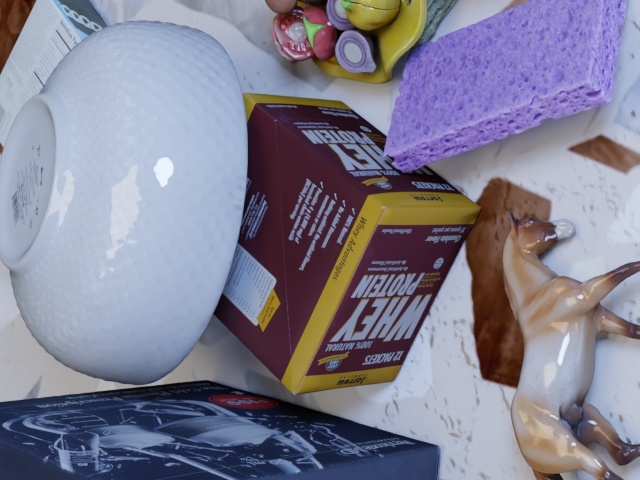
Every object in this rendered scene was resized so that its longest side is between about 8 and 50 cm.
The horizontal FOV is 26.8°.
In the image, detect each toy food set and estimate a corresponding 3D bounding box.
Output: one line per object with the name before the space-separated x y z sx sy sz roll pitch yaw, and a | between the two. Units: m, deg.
toy food set | -0.001 -0.207 1.200 0.218 0.071 0.128 16 109 52

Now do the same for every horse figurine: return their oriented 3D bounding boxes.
horse figurine | 0.208 0.108 1.044 0.174 0.066 0.263 1 89 37

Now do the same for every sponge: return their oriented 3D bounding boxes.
sponge | 0.146 -0.134 1.083 0.210 0.031 0.117 -18 47 43

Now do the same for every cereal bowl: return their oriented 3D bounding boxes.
cereal bowl | -0.205 -0.042 1.231 0.339 0.141 0.339 -22 64 54

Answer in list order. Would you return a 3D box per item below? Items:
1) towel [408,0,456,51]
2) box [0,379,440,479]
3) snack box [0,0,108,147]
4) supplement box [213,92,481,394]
towel | 0.089 -0.251 1.173 0.110 0.027 0.148 53 124 30
box | -0.124 0.246 1.169 0.312 0.343 0.179 10 97 42
snack box | -0.248 -0.105 1.469 0.322 0.060 0.187 53 124 29
supplement box | 0.000 0.000 1.192 0.194 0.129 0.191 41 118 35
